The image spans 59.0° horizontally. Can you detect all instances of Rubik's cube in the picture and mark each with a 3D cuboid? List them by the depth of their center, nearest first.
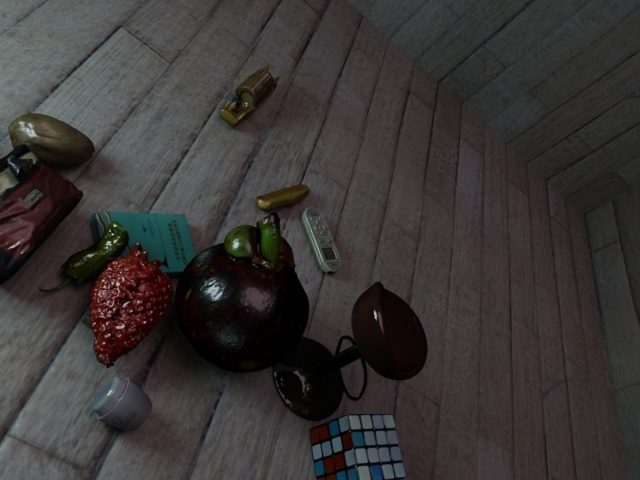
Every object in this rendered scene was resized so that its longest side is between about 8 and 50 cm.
[{"bbox_3d":[0.086,0.508,1.353,0.154,0.151,0.155,12,54,-38],"label":"Rubik's cube"}]

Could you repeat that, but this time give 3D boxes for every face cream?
[{"bbox_3d":[-0.385,0.319,1.100,0.095,0.091,0.091,43,41,-22],"label":"face cream"}]

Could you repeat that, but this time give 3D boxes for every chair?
[{"bbox_3d":[0.084,0.262,1.333,0.226,0.401,0.227,22,49,-28],"label":"chair"}]

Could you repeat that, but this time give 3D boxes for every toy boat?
[{"bbox_3d":[-0.218,-0.463,1.782,0.089,0.115,0.310,43,42,-10],"label":"toy boat"}]

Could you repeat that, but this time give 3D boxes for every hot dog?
[{"bbox_3d":[-0.109,-0.124,1.695,0.066,0.047,0.215,27,31,28],"label":"hot dog"}]

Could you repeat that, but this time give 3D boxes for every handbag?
[{"bbox_3d":[-0.608,-0.061,1.097,0.181,0.181,0.255,43,43,-21],"label":"handbag"}]

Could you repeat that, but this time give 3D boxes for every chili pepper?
[{"bbox_3d":[-0.492,0.044,1.193,0.204,0.072,0.073,-44,129,-14],"label":"chili pepper"}]

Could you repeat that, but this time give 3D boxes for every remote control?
[{"bbox_3d":[0.000,0.000,1.713,0.078,0.042,0.222,-2,65,-44],"label":"remote control"}]

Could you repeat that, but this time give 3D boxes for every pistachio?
[{"bbox_3d":[-0.604,-0.221,1.276,0.185,0.126,0.108,17,95,-38],"label":"pistachio"}]

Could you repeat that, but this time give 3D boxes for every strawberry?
[{"bbox_3d":[-0.392,0.130,1.149,0.174,0.097,0.228,53,42,-28],"label":"strawberry"}]

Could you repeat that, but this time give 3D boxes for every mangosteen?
[{"bbox_3d":[-0.152,0.120,1.255,0.306,0.359,0.306,39,16,-13],"label":"mangosteen"}]

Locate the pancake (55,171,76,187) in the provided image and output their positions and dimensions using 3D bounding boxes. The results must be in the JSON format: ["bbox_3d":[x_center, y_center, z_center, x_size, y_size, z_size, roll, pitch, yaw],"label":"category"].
[{"bbox_3d":[-0.600,-0.109,1.264,0.114,0.011,0.115,21,51,-29],"label":"pancake"}]

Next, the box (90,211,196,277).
[{"bbox_3d":[-0.409,0.012,1.329,0.229,0.041,0.162,-1,63,-43],"label":"box"}]

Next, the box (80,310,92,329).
[{"bbox_3d":[-0.446,0.161,1.196,0.079,0.035,0.083,41,43,-13],"label":"box"}]
